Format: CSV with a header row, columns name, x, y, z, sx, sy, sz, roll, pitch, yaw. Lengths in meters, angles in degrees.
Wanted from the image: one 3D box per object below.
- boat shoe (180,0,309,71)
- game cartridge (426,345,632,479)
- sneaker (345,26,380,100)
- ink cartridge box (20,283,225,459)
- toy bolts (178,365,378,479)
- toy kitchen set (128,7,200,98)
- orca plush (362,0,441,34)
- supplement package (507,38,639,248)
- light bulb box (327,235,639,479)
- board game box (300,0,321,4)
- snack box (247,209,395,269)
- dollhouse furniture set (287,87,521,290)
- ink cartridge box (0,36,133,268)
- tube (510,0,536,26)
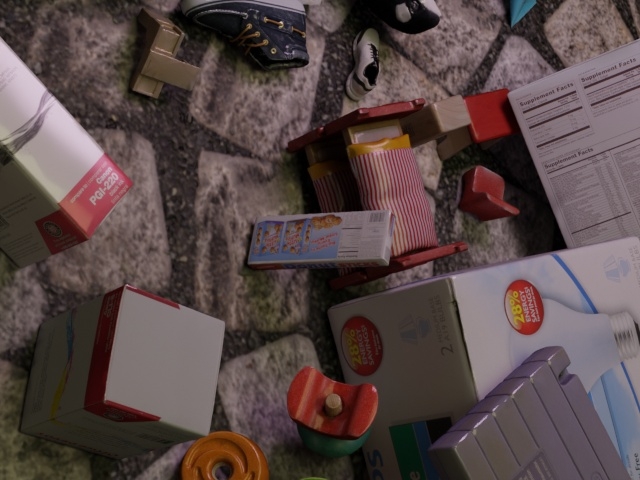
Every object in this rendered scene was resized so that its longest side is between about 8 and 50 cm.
name,x,y,z,sx,sy,sz,roll,pitch,yaw
boat shoe,-0.085,-0.256,1.785,0.183,0.065,0.083,-2,77,-41
game cartridge,0.268,0.325,1.617,0.230,0.068,0.355,-34,100,-35
sneaker,0.065,-0.236,1.919,0.040,0.043,0.109,25,61,-30
ink cartridge box,-0.205,0.140,1.498,0.128,0.176,0.127,23,61,-33
toy bolts,-0.032,0.261,1.665,0.218,0.158,0.229,21,69,11
toy kitchen set,-0.185,-0.215,1.715,0.068,0.075,0.083,17,106,-31
orca plush,0.034,-0.374,1.898,0.102,0.151,0.287,-38,107,-8
supplement package,0.412,-0.126,2.026,0.263,0.198,0.199,68,20,-2
light bulb box,0.246,0.203,1.815,0.361,0.225,0.358,-11,85,-41
board game box,-0.051,-0.351,1.826,0.154,0.026,0.103,-4,124,-40
snack box,0.000,0.000,1.711,0.022,0.178,0.064,44,50,-54
dollhouse furniture set,0.156,-0.083,1.874,0.374,0.152,0.201,-16,88,-41
ink cartridge box,-0.321,-0.090,1.481,0.218,0.158,0.092,48,54,-19
tube,0.297,-0.415,2.105,0.080,0.052,0.207,-40,143,-36
